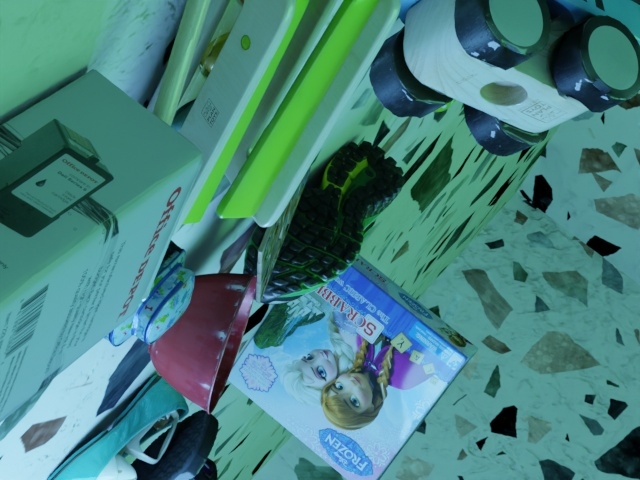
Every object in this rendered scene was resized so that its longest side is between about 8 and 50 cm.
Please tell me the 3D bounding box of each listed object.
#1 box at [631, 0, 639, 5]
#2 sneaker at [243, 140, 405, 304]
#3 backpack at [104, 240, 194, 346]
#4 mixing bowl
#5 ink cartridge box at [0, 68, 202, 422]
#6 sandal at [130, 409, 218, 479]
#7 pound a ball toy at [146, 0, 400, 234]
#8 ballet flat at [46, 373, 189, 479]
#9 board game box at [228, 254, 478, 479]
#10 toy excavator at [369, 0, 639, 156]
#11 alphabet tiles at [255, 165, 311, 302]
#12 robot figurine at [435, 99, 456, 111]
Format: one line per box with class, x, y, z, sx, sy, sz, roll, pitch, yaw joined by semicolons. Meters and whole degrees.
box;0.462;-0.519;2.088;0.293;0.073;0.295;-52;137;-4
sneaker;0.000;0.000;2.047;0.343;0.134;0.146;-41;166;-48
backpack;-0.190;0.058;1.541;0.114;0.084;0.105;-42;164;-33
mixing bowl;-0.151;0.113;1.794;0.181;0.098;0.181;18;90;-86
ink cartridge box;-0.240;0.029;1.099;0.289;0.121;0.211;-42;166;-46
sandal;-0.225;0.365;2.120;0.167;0.107;0.446;-59;-171;-34
pound a ball toy;-0.086;-0.156;1.225;0.208;0.136;0.319;-6;139;-40
ballet flat;-0.265;0.283;1.982;0.247;0.087;0.083;-45;168;-35
board game box;0.047;0.208;2.461;0.318;0.318;0.066;-57;168;22
toy excavator;0.304;-0.335;1.836;0.222;0.433;0.445;-26;-130;54
alphabet tiles;-0.037;-0.057;1.814;0.198;0.009;0.237;98;11;-70
robot figurine;0.188;-0.242;2.227;0.115;0.067;0.101;-47;-179;-25
